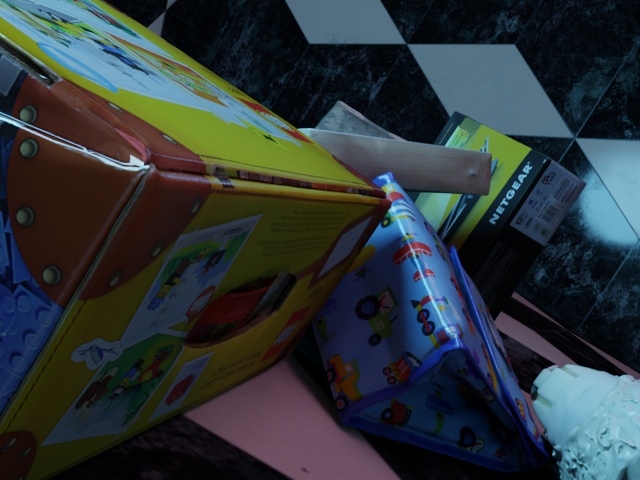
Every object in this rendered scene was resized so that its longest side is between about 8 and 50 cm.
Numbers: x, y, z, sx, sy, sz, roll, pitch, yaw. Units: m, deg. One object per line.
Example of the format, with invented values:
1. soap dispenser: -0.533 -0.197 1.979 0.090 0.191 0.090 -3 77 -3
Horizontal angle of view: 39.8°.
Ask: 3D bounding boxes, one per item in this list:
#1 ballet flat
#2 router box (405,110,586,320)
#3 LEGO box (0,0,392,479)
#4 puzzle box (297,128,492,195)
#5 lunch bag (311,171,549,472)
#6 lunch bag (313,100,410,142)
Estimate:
1. ballet flat: 0.289 0.198 0.971 0.147 0.147 0.409 34 -2 13
2. router box: 0.182 -0.002 1.202 0.081 0.308 0.243 28 9 -28
3. LEGO box: -0.192 -0.060 0.614 0.373 0.193 0.500 36 10 12
4. puzzle box: -0.039 -0.090 1.060 0.272 0.052 0.409 2 2 -40
5. lunch bag: 0.124 0.108 0.906 0.293 0.138 0.220 37 25 -43
6. lunch bag: 0.087 -0.083 1.585 0.287 0.169 0.235 30 40 3
